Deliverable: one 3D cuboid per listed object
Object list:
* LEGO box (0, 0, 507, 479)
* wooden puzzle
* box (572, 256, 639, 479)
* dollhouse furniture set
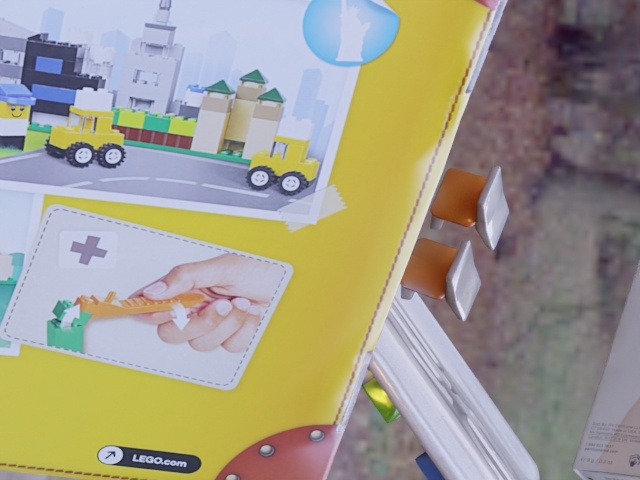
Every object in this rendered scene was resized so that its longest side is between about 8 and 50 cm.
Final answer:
[{"bbox_3d":[-0.195,-0.097,0.799,0.193,0.500,0.372,-102,-154,-53],"label":"LEGO box"},{"bbox_3d":[0.115,0.180,1.807,0.322,0.080,0.348,55,9,0],"label":"wooden puzzle"},{"bbox_3d":[0.420,0.167,2.055,0.148,0.121,0.311,43,60,-42],"label":"box"},{"bbox_3d":[0.000,0.000,1.505,0.135,0.262,0.259,70,42,-63],"label":"dollhouse furniture set"}]
